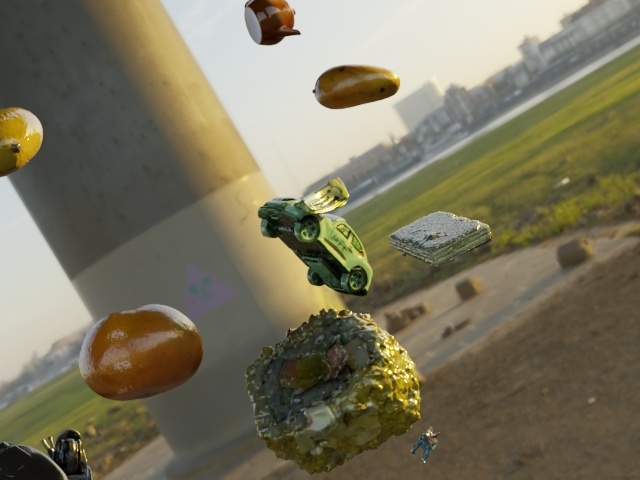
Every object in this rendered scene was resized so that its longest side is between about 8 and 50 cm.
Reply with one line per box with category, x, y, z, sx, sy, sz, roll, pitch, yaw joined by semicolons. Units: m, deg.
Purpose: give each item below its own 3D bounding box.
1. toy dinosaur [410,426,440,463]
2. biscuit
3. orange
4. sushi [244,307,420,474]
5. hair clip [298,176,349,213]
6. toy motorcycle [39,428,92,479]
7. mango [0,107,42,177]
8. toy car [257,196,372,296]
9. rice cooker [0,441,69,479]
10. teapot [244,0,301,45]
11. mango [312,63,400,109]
toy dinosaur;0.247;0.473;2.166;0.080;0.045;0.197;-53;-18;-8
biscuit;0.206;-0.007;1.640;0.121;0.040;0.199;-27;16;-13
orange;-0.350;0.215;1.813;0.240;0.171;0.240;-13;-17;-4
sushi;0.034;0.364;2.226;0.396;0.240;0.351;-32;36;15
hair clip;0.007;-0.081;1.865;0.033;0.060;0.188;-52;-11;30
toy motorcycle;-0.586;0.602;2.103;0.125;0.358;0.212;5;-4;-24
mango;-0.527;-0.169;1.542;0.137;0.091;0.237;-19;27;0
toy car;0.000;0.000;1.958;0.136;0.306;0.125;6;56;49
rice cooker;-0.542;0.454;1.676;0.142;0.203;0.118;-37;-21;-57
teapot;-0.106;-0.497;2.072;0.116;0.173;0.116;-24;-38;-20
mango;0.070;-0.315;1.896;0.178;0.090;0.115;-1;4;26
